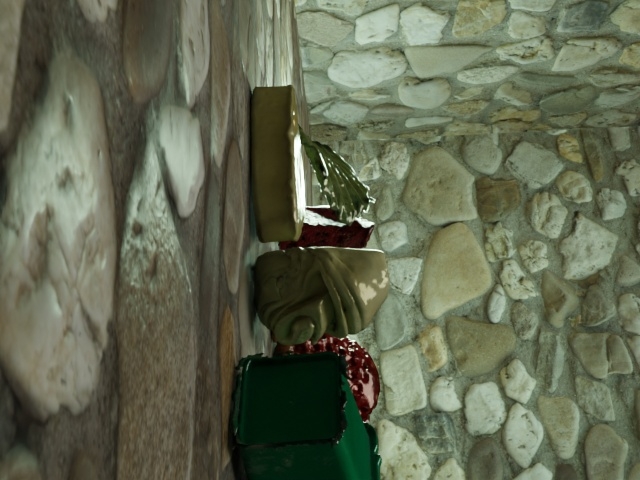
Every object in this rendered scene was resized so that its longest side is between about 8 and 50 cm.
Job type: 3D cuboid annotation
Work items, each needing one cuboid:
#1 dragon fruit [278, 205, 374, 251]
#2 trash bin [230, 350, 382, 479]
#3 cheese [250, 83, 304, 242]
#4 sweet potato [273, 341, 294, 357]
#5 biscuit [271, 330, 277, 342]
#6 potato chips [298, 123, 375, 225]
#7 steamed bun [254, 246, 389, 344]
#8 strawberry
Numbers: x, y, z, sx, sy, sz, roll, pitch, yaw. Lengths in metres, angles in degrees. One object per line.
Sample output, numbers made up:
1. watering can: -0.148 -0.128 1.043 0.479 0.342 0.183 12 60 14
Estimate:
1. dragon fruit: 0.000 0.000 2.217 0.240 0.330 0.302 28 59 -62
2. trash bin: -0.028 0.403 1.381 0.295 0.259 0.381 -90 170 -45
3. cheese: -0.098 -0.128 1.757 0.384 0.104 0.384 -3 90 -89
4. sweet potato: -0.084 0.365 1.918 0.072 0.066 0.315 25 50 -50
5. biscuit: -0.119 0.224 1.955 0.091 0.015 0.078 -88 177 -53
6. potato chips: 0.009 -0.217 2.195 0.373 0.097 0.389 34 22 -49
7. steamed bun: 0.000 0.128 1.634 0.276 0.289 0.203 91 1 -77
8. strawberry: 0.010 0.365 2.101 0.317 0.295 0.345 -55 132 -39
